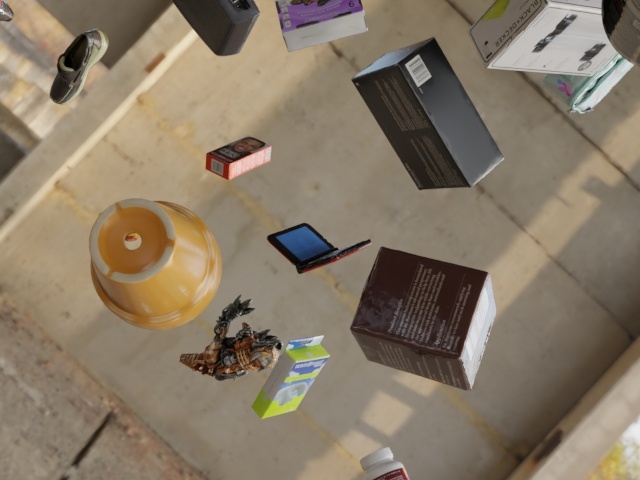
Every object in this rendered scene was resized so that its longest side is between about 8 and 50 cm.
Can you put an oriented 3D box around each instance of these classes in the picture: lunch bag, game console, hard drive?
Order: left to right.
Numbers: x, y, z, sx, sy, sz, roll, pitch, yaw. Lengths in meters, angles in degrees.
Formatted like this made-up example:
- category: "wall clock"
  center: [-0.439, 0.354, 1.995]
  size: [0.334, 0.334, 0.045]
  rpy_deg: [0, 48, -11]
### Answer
- category: "hard drive"
  center: [-0.202, -0.424, 1.382]
  size: [0.255, 0.054, 0.172]
  rpy_deg: [55, -22, 0]
- category: "game console"
  center: [0.000, 0.000, 1.530]
  size: [0.144, 0.124, 0.085]
  rpy_deg: [-23, 91, -58]
- category: "lunch bag"
  center: [0.606, -0.397, 1.858]
  size: [0.108, 0.279, 0.224]
  rpy_deg: [44, 19, 14]

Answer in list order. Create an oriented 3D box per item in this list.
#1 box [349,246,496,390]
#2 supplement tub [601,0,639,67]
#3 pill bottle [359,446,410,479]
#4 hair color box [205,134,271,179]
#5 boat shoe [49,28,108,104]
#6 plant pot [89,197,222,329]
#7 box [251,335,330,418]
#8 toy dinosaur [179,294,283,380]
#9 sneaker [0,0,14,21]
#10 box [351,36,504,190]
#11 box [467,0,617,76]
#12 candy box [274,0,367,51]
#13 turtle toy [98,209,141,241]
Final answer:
- category: "box"
  center: [0.185, 0.137, 1.522]
  size: [0.203, 0.169, 0.167]
  rpy_deg: [14, -23, 23]
- category: "supplement tub"
  center: [0.481, -0.335, 1.152]
  size: [0.193, 0.193, 0.316]
  rpy_deg: [43, 7, 10]
- category: "pill bottle"
  center: [0.134, 0.476, 1.643]
  size: [0.152, 0.086, 0.086]
  rpy_deg: [65, 8, 24]
- category: "hair color box"
  center: [-0.180, -0.184, 1.907]
  size: [0.072, 0.043, 0.141]
  rpy_deg: [26, 35, 27]
- category: "boat shoe"
  center: [-0.401, -0.282, 1.394]
  size: [0.056, 0.152, 0.049]
  rpy_deg: [49, 27, 17]
- category: "plant pot"
  center: [-0.265, 0.022, 1.328]
  size: [0.205, 0.205, 0.188]
  rpy_deg: [43, -10, 12]
- category: "box"
  center: [-0.056, 0.274, 1.736]
  size: [0.109, 0.178, 0.042]
  rpy_deg: [-2, 40, -50]
- category: "toy dinosaur"
  center: [-0.227, 0.266, 2.148]
  size: [0.321, 0.218, 0.164]
  rpy_deg: [6, -50, 22]
- category: "sneaker"
  center: [-0.593, -0.414, 1.519]
  size: [0.158, 0.061, 0.065]
  rpy_deg: [34, 2, 35]
- category: "box"
  center: [0.197, -0.228, 1.610]
  size: [0.261, 0.103, 0.184]
  rpy_deg: [56, -22, -16]
- category: "box"
  center: [0.426, -0.382, 1.533]
  size: [0.289, 0.169, 0.087]
  rpy_deg: [-5, 63, -34]
- category: "candy box"
  center: [-0.010, -0.489, 1.716]
  size: [0.070, 0.164, 0.196]
  rpy_deg: [67, 9, -64]
- category: "turtle toy"
  center: [-0.355, -0.030, 1.655]
  size: [0.130, 0.095, 0.066]
  rpy_deg: [12, 64, -58]
